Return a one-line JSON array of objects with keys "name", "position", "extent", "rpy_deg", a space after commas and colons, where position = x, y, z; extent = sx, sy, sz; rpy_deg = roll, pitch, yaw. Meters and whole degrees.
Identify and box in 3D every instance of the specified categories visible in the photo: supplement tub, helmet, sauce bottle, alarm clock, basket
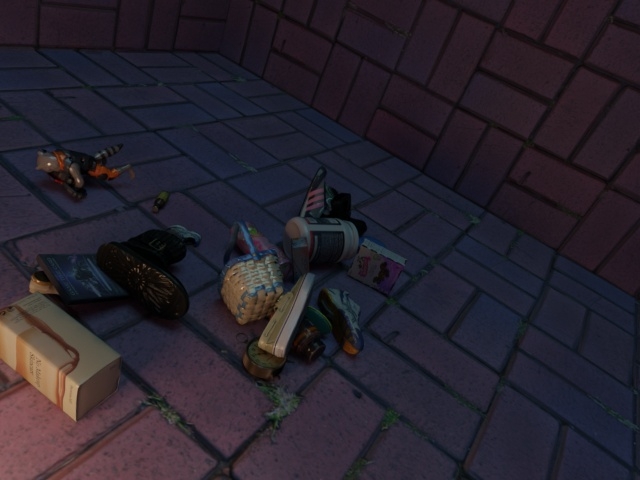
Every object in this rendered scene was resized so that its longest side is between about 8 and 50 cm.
[{"name": "supplement tub", "position": [0.000, 0.000, 1.959], "extent": [0.272, 0.191, 0.191], "rpy_deg": [1, 38, -32]}, {"name": "helmet", "position": [0.019, -0.183, 2.280], "extent": [0.169, 0.169, 0.161], "rpy_deg": [0, 51, -33]}, {"name": "sauce bottle", "position": [-0.647, -0.158, 1.925], "extent": [0.042, 0.042, 0.128], "rpy_deg": [18, 30, -8]}, {"name": "alarm clock", "position": [-0.184, 0.344, 1.444], "extent": [0.192, 0.064, 0.129], "rpy_deg": [37, 34, 18]}, {"name": "basket", "position": [-0.246, 0.112, 1.589], "extent": [0.201, 0.255, 0.289], "rpy_deg": [-17, 62, -31]}, {"name": "supplement tub", "position": [-0.072, 0.298, 1.547], "extent": [0.106, 0.106, 0.198], "rpy_deg": [-14, 47, -45]}]

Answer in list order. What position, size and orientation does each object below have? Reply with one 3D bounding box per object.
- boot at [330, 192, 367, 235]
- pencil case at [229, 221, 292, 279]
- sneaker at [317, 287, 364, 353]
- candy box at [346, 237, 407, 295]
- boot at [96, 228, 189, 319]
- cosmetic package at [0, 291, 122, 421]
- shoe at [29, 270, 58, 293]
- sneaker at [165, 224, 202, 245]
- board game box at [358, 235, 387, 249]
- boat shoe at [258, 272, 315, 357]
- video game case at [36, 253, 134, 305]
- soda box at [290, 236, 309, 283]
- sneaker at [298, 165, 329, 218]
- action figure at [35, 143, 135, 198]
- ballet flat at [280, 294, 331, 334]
[{"name": "boot", "position": [0.135, -0.121, 2.203], "extent": [0.094, 0.207, 0.246], "rpy_deg": [11, 23, 35]}, {"name": "pencil case", "position": [-0.229, 0.043, 1.811], "extent": [0.124, 0.124, 0.284], "rpy_deg": [-14, 47, -44]}, {"name": "sneaker", "position": [0.103, 0.272, 1.692], "extent": [0.131, 0.112, 0.296], "rpy_deg": [3, 37, -29]}, {"name": "candy box", "position": [0.231, 0.110, 1.966], "extent": [0.196, 0.165, 0.070], "rpy_deg": [27, 30, 7]}, {"name": "boot", "position": [-0.505, 0.092, 1.533], "extent": [0.348, 0.131, 0.260], "rpy_deg": [39, 18, 9]}, {"name": "cosmetic package", "position": [-0.646, 0.279, 1.165], "extent": [0.296, 0.153, 0.129], "rpy_deg": [30, 34, 14]}, {"name": "shoe", "position": [-0.748, 0.125, 1.416], "extent": [0.076, 0.058, 0.219], "rpy_deg": [39, 19, 32]}, {"name": "sneaker", "position": [-0.516, -0.016, 1.789], "extent": [0.135, 0.052, 0.058], "rpy_deg": [15, 36, -12]}, {"name": "board game box", "position": [0.225, 0.027, 2.217], "extent": [0.168, 0.033, 0.133], "rpy_deg": [0, 31, -35]}, {"name": "boat shoe", "position": [-0.098, 0.215, 1.476], "extent": [0.094, 0.109, 0.302], "rpy_deg": [18, 51, 8]}, {"name": "video game case", "position": [-0.674, 0.109, 1.433], "extent": [0.196, 0.026, 0.274], "rpy_deg": [44, 20, 23]}, {"name": "soda box", "position": [-0.076, 0.077, 1.796], "extent": [0.063, 0.183, 0.058], "rpy_deg": [-6, 36, -6]}, {"name": "sneaker", "position": [-0.008, -0.175, 2.159], "extent": [0.131, 0.319, 0.112], "rpy_deg": [20, -6, -5]}, {"name": "action figure", "position": [-0.950, -0.318, 1.855], "extent": [0.341, 0.178, 0.330], "rpy_deg": [37, 25, 19]}, {"name": "ballet flat", "position": [-0.059, 0.250, 1.665], "extent": [0.231, 0.077, 0.077], "rpy_deg": [26, 15, 8]}]
